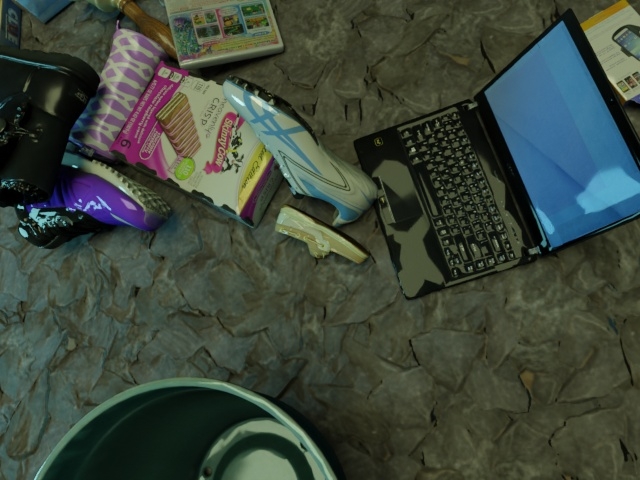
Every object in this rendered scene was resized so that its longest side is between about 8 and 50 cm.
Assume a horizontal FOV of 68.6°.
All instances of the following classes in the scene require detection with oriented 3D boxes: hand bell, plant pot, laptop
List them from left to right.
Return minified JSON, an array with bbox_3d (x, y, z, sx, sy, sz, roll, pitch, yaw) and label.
[{"bbox_3d":[-0.304,-0.368,0.749,0.242,0.126,0.126,43,89,6],"label":"hand bell"},{"bbox_3d":[-0.086,0.273,0.459,0.271,0.255,0.271,-2,74,9],"label":"plant pot"},{"bbox_3d":[0.187,-0.085,0.546,0.264,0.136,0.234,-18,74,8],"label":"laptop"}]

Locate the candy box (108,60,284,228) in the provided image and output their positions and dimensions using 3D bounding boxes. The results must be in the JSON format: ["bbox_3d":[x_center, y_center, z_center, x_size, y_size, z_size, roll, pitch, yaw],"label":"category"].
[{"bbox_3d":[-0.161,-0.139,0.669,0.233,0.071,0.159,25,83,16],"label":"candy box"}]

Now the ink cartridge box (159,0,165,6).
[{"bbox_3d":[-0.212,-0.515,0.755,0.218,0.092,0.158,-31,73,2],"label":"ink cartridge box"}]

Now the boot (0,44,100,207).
[{"bbox_3d":[-0.438,-0.155,0.630,0.246,0.094,0.207,9,69,14],"label":"boot"}]

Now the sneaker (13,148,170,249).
[{"bbox_3d":[-0.351,-0.045,0.679,0.293,0.102,0.146,23,83,24],"label":"sneaker"}]

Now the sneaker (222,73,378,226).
[{"bbox_3d":[-0.032,-0.106,0.580,0.237,0.085,0.086,41,103,-17],"label":"sneaker"}]

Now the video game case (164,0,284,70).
[{"bbox_3d":[-0.150,-0.335,0.717,0.157,0.019,0.143,-14,74,-9],"label":"video game case"}]

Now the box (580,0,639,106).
[{"bbox_3d":[0.385,-0.230,0.592,0.081,0.028,0.136,-29,75,5],"label":"box"}]

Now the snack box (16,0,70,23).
[{"bbox_3d":[-0.484,-0.519,0.827,0.174,0.070,0.207,-37,71,3],"label":"snack box"}]

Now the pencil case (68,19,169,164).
[{"bbox_3d":[-0.308,-0.216,0.709,0.088,0.086,0.206,25,81,-13],"label":"pencil case"}]

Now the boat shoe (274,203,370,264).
[{"bbox_3d":[0.000,0.000,0.618,0.135,0.050,0.045,30,98,19],"label":"boat shoe"}]

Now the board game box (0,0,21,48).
[{"bbox_3d":[-0.614,-0.297,0.820,0.165,0.042,0.243,-8,76,11],"label":"board game box"}]
